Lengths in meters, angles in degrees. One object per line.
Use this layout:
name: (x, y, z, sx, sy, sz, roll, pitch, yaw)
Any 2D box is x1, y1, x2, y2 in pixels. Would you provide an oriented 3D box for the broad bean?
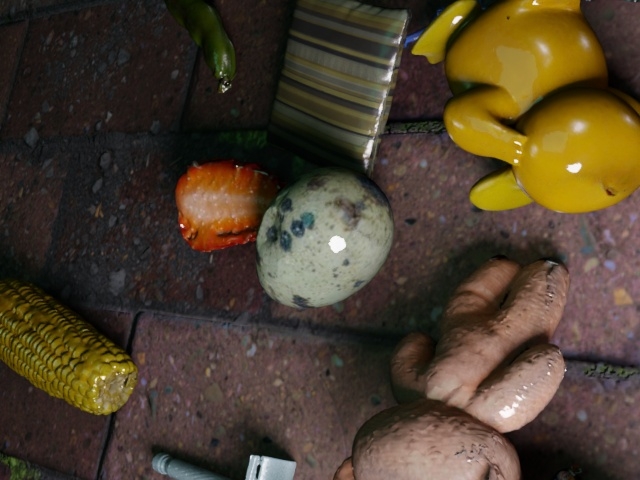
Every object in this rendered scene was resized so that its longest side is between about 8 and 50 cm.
broad bean: (-0.170, -0.307, 1.500, 0.065, 0.046, 0.254, -57, 46, 29)

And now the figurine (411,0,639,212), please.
figurine: (0.207, -0.130, 0.996, 0.215, 0.215, 0.228, -17, 77, 38)

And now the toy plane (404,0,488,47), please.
toy plane: (0.130, -0.240, 1.192, 0.167, 0.062, 0.054, -5, 71, 52)

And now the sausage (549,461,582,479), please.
sausage: (0.181, 0.284, 0.974, 0.198, 0.025, 0.028, -57, 44, 12)

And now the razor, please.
razor: (-0.129, 0.287, 1.239, 0.232, 0.068, 0.106, 4, 77, 48)

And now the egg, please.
egg: (0.000, 0.000, 1.165, 0.182, 0.141, 0.141, -49, 48, 30)

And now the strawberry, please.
strawberry: (-0.100, -0.043, 1.326, 0.188, 0.082, 0.121, 6, 99, 34)

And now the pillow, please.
pillow: (0.016, -0.191, 1.266, 0.208, 0.052, 0.212, 30, 113, 48)

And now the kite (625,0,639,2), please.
kite: (0.369, -0.277, 1.013, 0.360, 0.022, 0.204, 14, 84, 44)

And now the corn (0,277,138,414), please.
corn: (-0.384, 0.142, 1.484, 0.363, 0.120, 0.120, 20, 89, 43)

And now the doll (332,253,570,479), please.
doll: (0.154, 0.154, 0.996, 0.201, 0.156, 0.303, -2, 45, 51)
